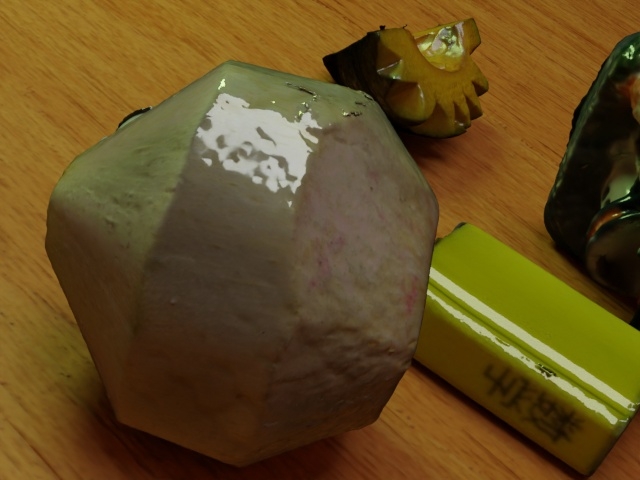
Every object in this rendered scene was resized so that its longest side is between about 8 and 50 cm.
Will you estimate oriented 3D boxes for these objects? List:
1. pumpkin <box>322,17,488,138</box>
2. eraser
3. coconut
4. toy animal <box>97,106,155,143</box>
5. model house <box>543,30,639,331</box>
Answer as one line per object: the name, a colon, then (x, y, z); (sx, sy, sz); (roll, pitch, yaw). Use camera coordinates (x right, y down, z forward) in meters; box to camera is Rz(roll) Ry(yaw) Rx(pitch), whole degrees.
pumpkin: (0.082, -0.161, 1.319); (0.254, 0.149, 0.130); (-27, 100, -59)
eraser: (0.166, 0.082, 0.990); (0.226, 0.069, 0.158); (34, 28, 17)
coconut: (-0.053, 0.010, 0.786); (0.259, 0.259, 0.259); (18, 30, -11)
toy animal: (-0.141, -0.058, 0.987); (0.085, 0.071, 0.124); (15, 31, -18)
model house: (0.312, 0.001, 1.074); (0.190, 0.271, 0.301); (16, 44, -2)
